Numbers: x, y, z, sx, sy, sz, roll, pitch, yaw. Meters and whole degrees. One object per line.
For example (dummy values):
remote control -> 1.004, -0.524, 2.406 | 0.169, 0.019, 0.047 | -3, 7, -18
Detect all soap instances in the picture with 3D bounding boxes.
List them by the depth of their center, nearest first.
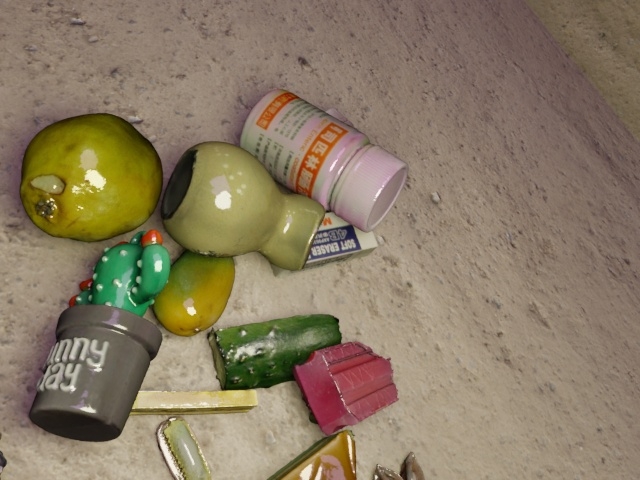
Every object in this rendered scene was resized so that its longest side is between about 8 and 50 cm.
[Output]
soap -> -0.259, 0.326, 1.004 | 0.252, 0.092, 0.037 | 5, 61, -20
soap -> 0.073, 0.306, 1.081 | 0.250, 0.099, 0.162 | 4, 50, -54

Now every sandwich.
sandwich -> -0.043, 0.489, 0.973 | 0.198, 0.155, 0.227 | 10, 62, -18

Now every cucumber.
cucumber -> -0.077, 0.240, 1.120 | 0.325, 0.105, 0.145 | -5, 67, -27

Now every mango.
mango -> -0.270, 0.097, 1.107 | 0.156, 0.114, 0.251 | 15, 43, 7

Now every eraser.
eraser -> 0.000, 0.000, 1.279 | 0.278, 0.081, 0.124 | -12, 71, -27

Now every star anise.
star anise -> 0.178, 0.566, 1.075 | 0.212, 0.073, 0.197 | -36, 86, -35

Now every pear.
pear -> -0.473, -0.132, 1.058 | 0.269, 0.269, 0.321 | 28, 40, -7

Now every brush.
brush -> -0.224, 0.484, 0.959 | 0.072, 0.067, 0.313 | -23, 77, -31

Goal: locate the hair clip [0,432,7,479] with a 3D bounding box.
hair clip -> -0.585, 0.456, 0.817 | 0.106, 0.084, 0.292 | -2, 60, 3

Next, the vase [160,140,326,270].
vase -> -0.192, -0.073, 1.114 | 0.302, 0.329, 0.241 | 21, 88, -32

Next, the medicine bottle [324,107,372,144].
medicine bottle -> 0.082, -0.241, 1.403 | 0.250, 0.133, 0.133 | 49, 58, 4

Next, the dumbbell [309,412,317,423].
dumbbell -> 0.004, 0.351, 1.123 | 0.046, 0.052, 0.118 | -5, 60, 21

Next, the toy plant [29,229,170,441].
toy plant -> -0.380, 0.146, 0.931 | 0.185, 0.279, 0.400 | 22, 47, -20

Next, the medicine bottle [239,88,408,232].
medicine bottle -> 0.006, -0.198, 1.247 | 0.388, 0.219, 0.219 | 34, 56, 16
